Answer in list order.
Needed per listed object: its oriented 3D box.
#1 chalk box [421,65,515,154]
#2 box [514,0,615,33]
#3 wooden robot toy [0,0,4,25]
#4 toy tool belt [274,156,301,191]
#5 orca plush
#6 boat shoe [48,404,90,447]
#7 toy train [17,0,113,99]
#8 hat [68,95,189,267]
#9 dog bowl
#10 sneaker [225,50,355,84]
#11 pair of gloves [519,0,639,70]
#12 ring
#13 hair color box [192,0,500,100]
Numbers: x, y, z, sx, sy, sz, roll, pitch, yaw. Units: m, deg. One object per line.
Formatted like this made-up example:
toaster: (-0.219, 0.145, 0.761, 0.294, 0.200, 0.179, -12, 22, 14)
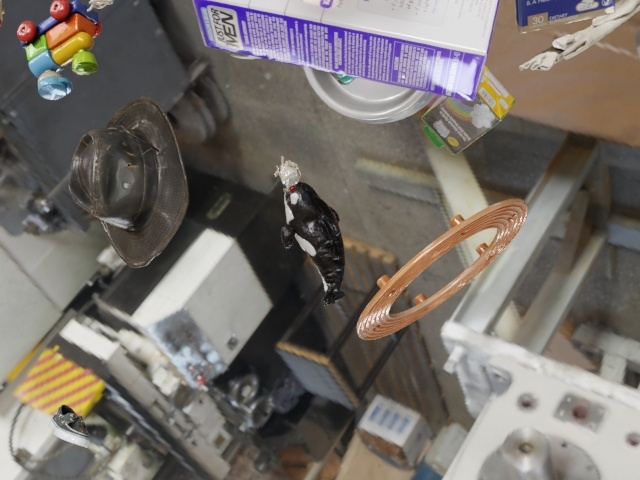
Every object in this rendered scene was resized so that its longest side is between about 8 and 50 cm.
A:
chalk box: (0.354, -0.316, 2.060, 0.132, 0.132, 0.213, 48, 133, -6)
box: (0.327, -0.392, 1.105, 0.136, 0.036, 0.225, -11, 137, 8)
wooden robot toy: (-0.500, -0.349, 1.173, 0.079, 0.076, 0.173, -3, 179, -15)
toy tool belt: (-0.068, -0.140, 1.705, 0.083, 0.052, 0.051, 92, 153, -71)
orca plush: (0.000, 0.000, 1.821, 0.102, 0.151, 0.287, -20, 76, 63)
boat shoe: (-0.395, 0.291, 1.296, 0.049, 0.040, 0.142, 29, 167, -30)
toy train: (-0.446, -0.376, 1.539, 0.248, 0.143, 0.105, -25, 159, 22)
hat: (-0.388, -0.116, 1.537, 0.331, 0.331, 0.134, 12, -174, 44)
dog bowl: (0.116, -0.425, 1.821, 0.349, 0.349, 0.102, 36, -159, 2)
sneaker: (-0.016, -0.344, 1.425, 0.295, 0.124, 0.178, 0, 162, 38)
pair of gloves: (0.508, -0.397, 1.575, 0.042, 0.204, 0.240, 56, 166, -5)
ring: (0.190, 0.044, 1.309, 0.032, 0.336, 0.336, 53, 163, 21)
hair color box: (0.041, -0.299, 0.974, 0.339, 0.185, 0.110, 14, 159, 6)
